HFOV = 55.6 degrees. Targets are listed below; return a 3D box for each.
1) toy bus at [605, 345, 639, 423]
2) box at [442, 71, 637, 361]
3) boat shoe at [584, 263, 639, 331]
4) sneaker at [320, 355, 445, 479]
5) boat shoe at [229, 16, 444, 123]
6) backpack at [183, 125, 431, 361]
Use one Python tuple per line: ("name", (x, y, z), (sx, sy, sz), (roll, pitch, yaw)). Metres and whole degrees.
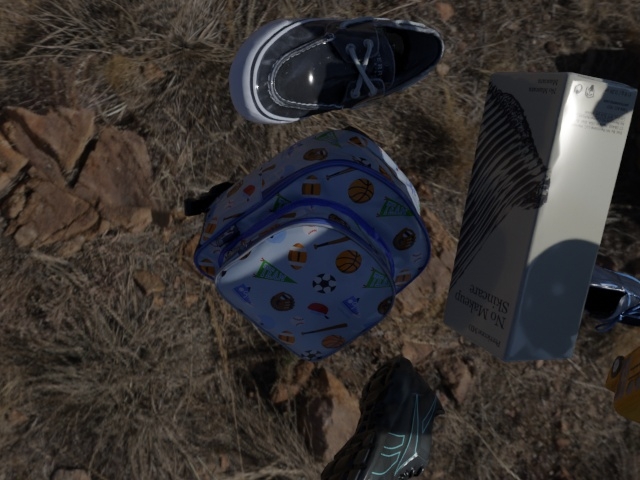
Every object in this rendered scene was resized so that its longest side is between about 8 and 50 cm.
("toy bus", (0.632, 0.249, 1.101), (0.108, 0.333, 0.130), (21, 62, 10))
("box", (0.213, -0.025, 0.615), (0.094, 0.113, 0.275), (3, 102, -26))
("boat shoe", (0.472, 0.104, 1.029), (0.258, 0.089, 0.109), (20, 131, -16))
("sneaker", (0.081, 0.262, 0.736), (0.106, 0.267, 0.101), (43, 138, -7))
("boat shoe", (0.034, -0.196, 0.680), (0.301, 0.102, 0.108), (-25, 120, -44))
("backpack", (0.000, 0.000, 0.773), (0.263, 0.213, 0.276), (-41, 121, 16))
